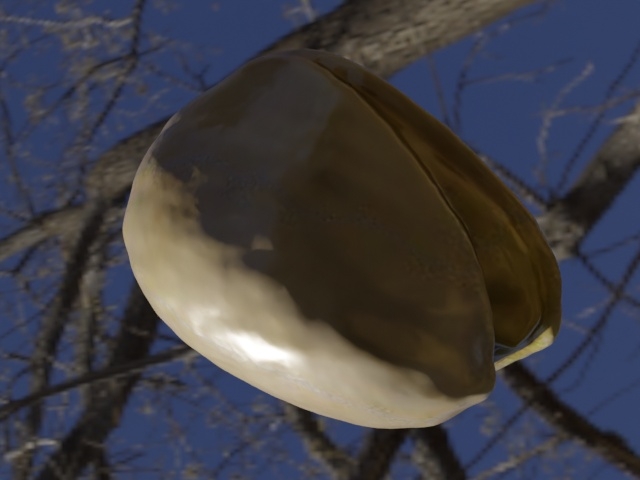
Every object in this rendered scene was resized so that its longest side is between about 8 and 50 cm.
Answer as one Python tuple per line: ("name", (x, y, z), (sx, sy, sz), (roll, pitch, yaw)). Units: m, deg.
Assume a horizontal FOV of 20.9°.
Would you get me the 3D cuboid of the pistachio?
("pistachio", (0.000, 0.000, 0.694), (0.117, 0.200, 0.145), (-25, -59, -31))
